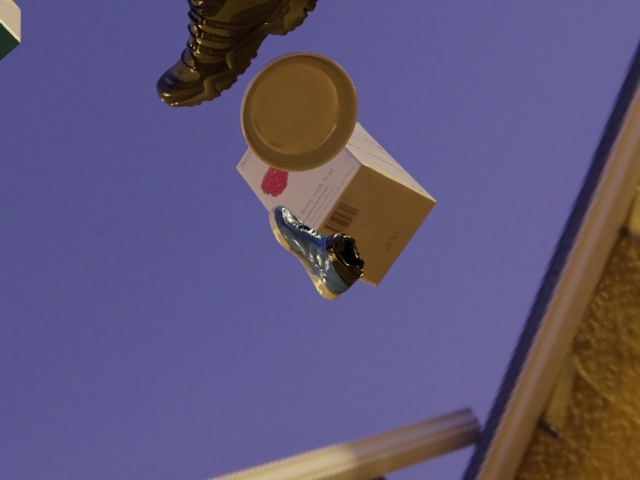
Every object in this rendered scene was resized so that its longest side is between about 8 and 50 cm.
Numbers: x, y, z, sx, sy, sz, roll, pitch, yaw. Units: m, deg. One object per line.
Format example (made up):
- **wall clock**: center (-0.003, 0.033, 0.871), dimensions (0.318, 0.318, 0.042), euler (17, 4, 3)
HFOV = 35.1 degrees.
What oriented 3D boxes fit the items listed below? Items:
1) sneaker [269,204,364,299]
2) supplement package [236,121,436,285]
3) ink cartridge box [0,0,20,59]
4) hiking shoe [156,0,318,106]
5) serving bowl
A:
- **sneaker**: center (0.001, 0.000, 1.374), dimensions (0.084, 0.152, 0.058), euler (-38, -6, 35)
- **supplement package**: center (0.017, -0.093, 1.670), dimensions (0.175, 0.293, 0.178), euler (23, -72, -37)
- **ink cartridge box**: center (-0.430, -0.183, 1.074), dimensions (0.231, 0.134, 0.078), euler (-38, -59, 5)
- **hiking shoe**: center (-0.112, -0.239, 1.088), dimensions (0.227, 0.086, 0.114), euler (-37, -56, 22)
- **serving bowl**: center (-0.017, -0.091, 0.697), dimensions (0.083, 0.027, 0.083), euler (-7, -65, -16)
